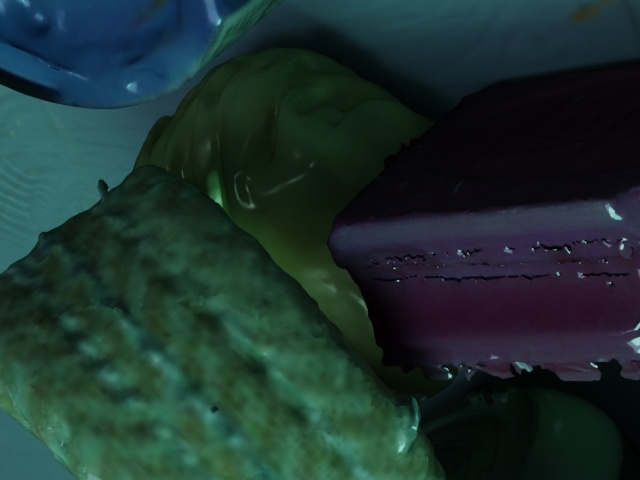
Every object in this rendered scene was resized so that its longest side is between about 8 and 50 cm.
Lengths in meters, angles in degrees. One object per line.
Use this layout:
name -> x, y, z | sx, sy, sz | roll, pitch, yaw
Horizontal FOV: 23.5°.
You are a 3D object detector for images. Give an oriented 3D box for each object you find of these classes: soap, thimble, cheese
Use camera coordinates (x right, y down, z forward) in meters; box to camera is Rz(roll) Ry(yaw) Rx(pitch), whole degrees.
soap -> 0.150, -0.015, 0.698 | 0.250, 0.162, 0.099 | -5, 116, 41
thimble -> -0.054, 0.089, 0.761 | 0.229, 0.148, 0.196 | 46, 165, 17
cheese -> 0.000, 0.000, 0.878 | 0.226, 0.117, 0.214 | 45, 138, -12

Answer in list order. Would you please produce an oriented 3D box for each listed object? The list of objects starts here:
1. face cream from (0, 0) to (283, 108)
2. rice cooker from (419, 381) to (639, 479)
face cream -> -0.077, -0.208, 0.651 | 0.249, 0.225, 0.249 | 22, 138, 21
rice cooker -> 0.117, 0.289, 0.880 | 0.325, 0.335, 0.335 | 48, 141, -9
